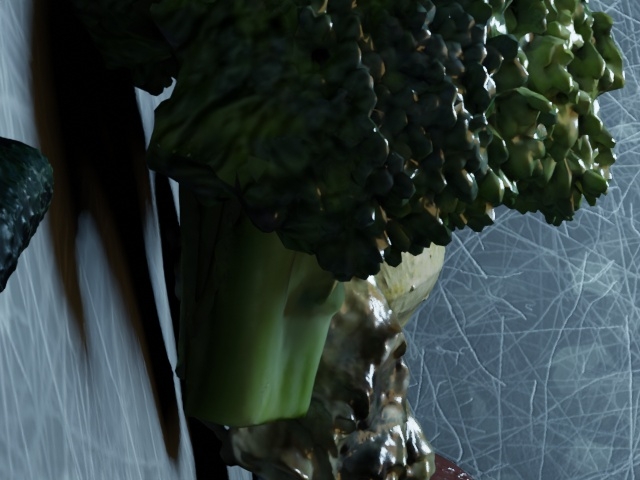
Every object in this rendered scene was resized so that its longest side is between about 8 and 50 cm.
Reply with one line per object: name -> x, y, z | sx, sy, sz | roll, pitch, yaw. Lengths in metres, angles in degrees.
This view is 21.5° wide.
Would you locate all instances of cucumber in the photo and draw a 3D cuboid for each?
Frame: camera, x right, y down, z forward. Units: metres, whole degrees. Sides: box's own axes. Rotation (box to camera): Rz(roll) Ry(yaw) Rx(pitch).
cucumber -> -0.079, -0.005, 0.378 | 0.133, 0.032, 0.032 | -94, 174, -76

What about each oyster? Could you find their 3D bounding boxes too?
oyster -> 0.004, 0.073, 1.017 | 0.238, 0.115, 0.351 | 21, 55, -76

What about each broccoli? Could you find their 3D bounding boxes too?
broccoli -> 0.024, -0.064, 0.809 | 0.375, 0.249, 0.302 | -116, -168, -75

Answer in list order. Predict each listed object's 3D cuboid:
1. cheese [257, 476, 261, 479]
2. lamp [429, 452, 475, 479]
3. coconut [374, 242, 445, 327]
cheese -> -0.020, 0.153, 1.428 | 0.286, 0.074, 0.189 | -76, 158, -54
lamp -> 0.047, 0.239, 1.191 | 0.258, 0.180, 0.180 | -70, 151, -75
coconut -> 0.002, 0.000, 1.244 | 0.194, 0.194, 0.194 | -10, 90, -89
